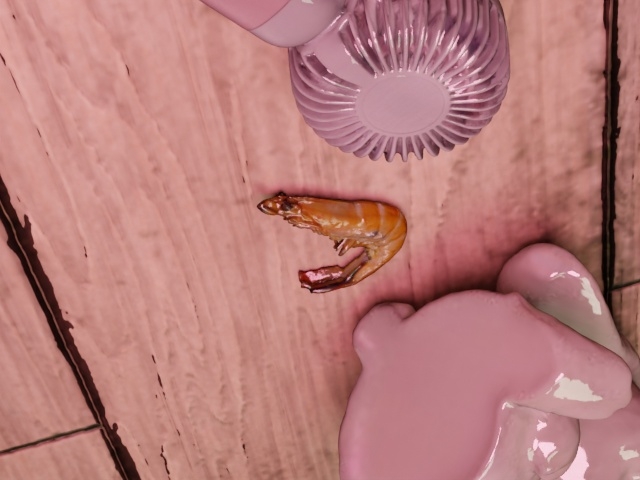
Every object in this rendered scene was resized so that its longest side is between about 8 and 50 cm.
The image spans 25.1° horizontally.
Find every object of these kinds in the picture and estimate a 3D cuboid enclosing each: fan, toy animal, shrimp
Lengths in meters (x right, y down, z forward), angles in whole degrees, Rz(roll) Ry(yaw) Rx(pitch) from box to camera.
[{"bbox_3d":[0.004,-0.129,0.811,0.244,0.074,0.130,29,132,-33],"label":"fan"},{"bbox_3d":[0.156,0.139,1.074,0.265,0.206,0.272,14,112,-47],"label":"toy animal"},{"bbox_3d":[0.000,0.000,0.978,0.127,0.025,0.091,18,129,-36],"label":"shrimp"}]
